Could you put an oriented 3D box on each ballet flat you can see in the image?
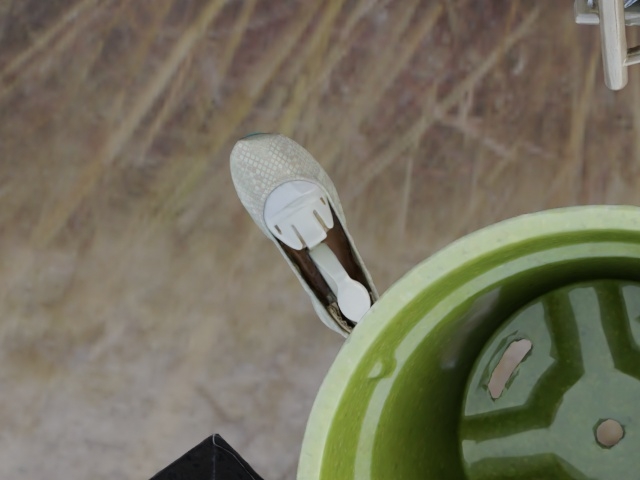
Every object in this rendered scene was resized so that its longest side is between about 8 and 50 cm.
[{"bbox_3d":[0.000,0.000,1.056,0.057,0.052,0.168,-36,122,-3],"label":"ballet flat"}]

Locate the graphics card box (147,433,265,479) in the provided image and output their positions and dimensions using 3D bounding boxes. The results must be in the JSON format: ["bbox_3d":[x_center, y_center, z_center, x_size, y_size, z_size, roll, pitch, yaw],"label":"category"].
[{"bbox_3d":[-0.139,0.281,0.848,0.094,0.233,0.371,44,143,18],"label":"graphics card box"}]

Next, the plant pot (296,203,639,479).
[{"bbox_3d":[0.146,0.114,0.831,0.276,0.276,0.254,2,-176,10],"label":"plant pot"}]

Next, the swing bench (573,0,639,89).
[{"bbox_3d":[0.231,-0.287,1.180,0.165,0.253,0.254,-13,151,26],"label":"swing bench"}]
